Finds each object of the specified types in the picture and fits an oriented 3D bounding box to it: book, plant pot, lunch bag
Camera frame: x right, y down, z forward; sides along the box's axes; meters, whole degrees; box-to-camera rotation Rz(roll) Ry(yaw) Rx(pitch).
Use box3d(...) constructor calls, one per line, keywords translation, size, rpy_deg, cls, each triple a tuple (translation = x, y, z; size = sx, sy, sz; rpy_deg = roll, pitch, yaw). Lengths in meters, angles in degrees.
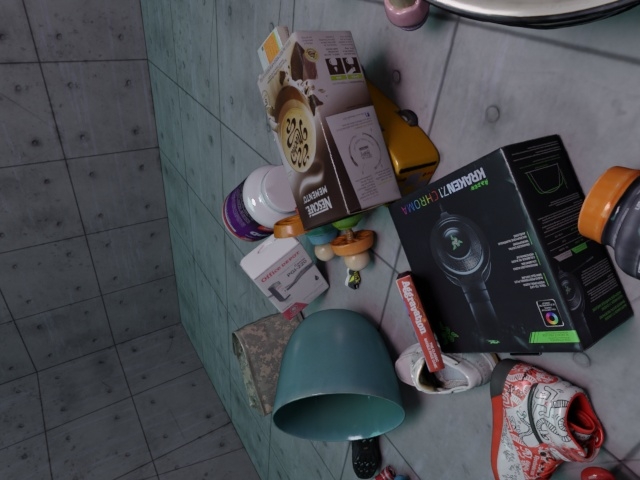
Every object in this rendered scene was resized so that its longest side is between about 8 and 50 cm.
box3d(translation=(-0.119, -0.486, 1.105), size=(0.144, 0.035, 0.096), rpy_deg=(-4, 104, 60), cls="book")
box3d(translation=(0.039, 0.308, 0.991), size=(0.293, 0.293, 0.235), rpy_deg=(109, 166, -45), cls="plant pot")
box3d(translation=(-0.148, 0.383, 1.374), size=(0.169, 0.235, 0.287), rpy_deg=(-12, 94, 63), cls="lunch bag")

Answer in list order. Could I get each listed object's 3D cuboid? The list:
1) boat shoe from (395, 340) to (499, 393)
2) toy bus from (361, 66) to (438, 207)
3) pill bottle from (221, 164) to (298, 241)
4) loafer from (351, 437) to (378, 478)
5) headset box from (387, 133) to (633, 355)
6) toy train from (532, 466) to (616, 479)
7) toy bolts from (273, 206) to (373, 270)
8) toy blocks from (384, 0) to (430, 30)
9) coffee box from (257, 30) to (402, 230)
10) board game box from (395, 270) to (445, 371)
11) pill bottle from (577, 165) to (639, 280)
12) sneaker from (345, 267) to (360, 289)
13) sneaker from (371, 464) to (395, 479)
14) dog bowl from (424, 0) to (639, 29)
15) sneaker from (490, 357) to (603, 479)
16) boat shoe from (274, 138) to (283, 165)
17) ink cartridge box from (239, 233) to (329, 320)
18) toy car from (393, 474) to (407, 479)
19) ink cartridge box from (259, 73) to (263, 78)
box3d(translation=(0.222, 0.259, 0.838), size=(0.277, 0.096, 0.098), rpy_deg=(-39, 72, 59), cls="boat shoe")
box3d(translation=(0.083, -0.227, 0.823), size=(0.333, 0.108, 0.130), rpy_deg=(54, 146, 30), cls="toy bus")
box3d(translation=(-0.162, -0.107, 1.212), size=(0.323, 0.181, 0.182), rpy_deg=(-20, 87, 60), cls="pill bottle")
box3d(translation=(0.126, 0.580, 1.190), size=(0.078, 0.076, 0.223), rpy_deg=(-81, -12, -70), cls="loafer")
box3d(translation=(0.263, 0.030, 0.624), size=(0.246, 0.131, 0.283), rpy_deg=(-26, 82, 60), cls="headset box")
box3d(translation=(0.368, 0.438, 0.614), size=(0.143, 0.105, 0.248), rpy_deg=(37, 130, -7), cls="toy train")
box3d(translation=(0.000, 0.000, 1.003), size=(0.228, 0.218, 0.159), rpy_deg=(-142, 36, -71), cls="toy bolts")
box3d(translation=(0.087, -0.498, 0.615), size=(0.288, 0.260, 0.309), rpy_deg=(27, 106, 16), cls="toy blocks")
box3d(translation=(0.009, -0.182, 0.736), size=(0.168, 0.118, 0.297), rpy_deg=(-18, 90, 60), cls="coffee box")
box3d(translation=(0.175, 0.128, 0.751), size=(0.281, 0.027, 0.145), rpy_deg=(11, -123, -78), cls="board game box")
box3d(translation=(0.391, 0.003, 0.399), size=(0.245, 0.130, 0.130), rpy_deg=(37, 134, 46), cls="pill bottle")
box3d(translation=(0.087, 0.089, 1.053), size=(0.035, 0.031, 0.083), rpy_deg=(34, 137, 30), cls="sneaker")
box3d(translation=(0.182, 0.666, 1.170), size=(0.042, 0.067, 0.118), rpy_deg=(53, 174, 28), cls="sneaker")
box3d(translation=(0.217, -0.378, 0.340), size=(0.408, 0.150, 0.408), rpy_deg=(6, 102, 29), cls="dog bowl")
box3d(translation=(0.356, 0.334, 0.659), size=(0.145, 0.090, 0.270), rpy_deg=(7, 108, 60), cls="sneaker")
box3d(translation=(-0.105, -0.291, 1.143), size=(0.075, 0.065, 0.206), rpy_deg=(34, 132, 47), cls="boat shoe")
box3d(translation=(-0.092, 0.093, 1.135), size=(0.092, 0.158, 0.218), rpy_deg=(41, 167, 46), cls="ink cartridge box")
box3d(translation=(0.215, 0.671, 1.031), size=(0.136, 0.159, 0.182), rpy_deg=(-50, 54, 15), cls="toy car")
box3d(translation=(-0.056, -0.317, 0.934), size=(0.060, 0.180, 0.104), rpy_deg=(-9, 96, 60), cls="ink cartridge box")
